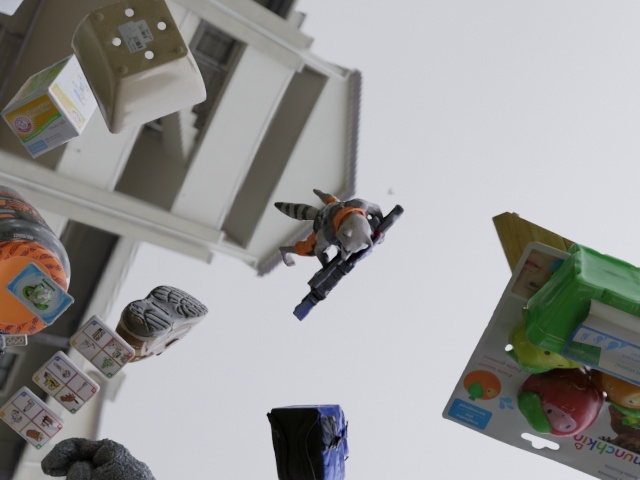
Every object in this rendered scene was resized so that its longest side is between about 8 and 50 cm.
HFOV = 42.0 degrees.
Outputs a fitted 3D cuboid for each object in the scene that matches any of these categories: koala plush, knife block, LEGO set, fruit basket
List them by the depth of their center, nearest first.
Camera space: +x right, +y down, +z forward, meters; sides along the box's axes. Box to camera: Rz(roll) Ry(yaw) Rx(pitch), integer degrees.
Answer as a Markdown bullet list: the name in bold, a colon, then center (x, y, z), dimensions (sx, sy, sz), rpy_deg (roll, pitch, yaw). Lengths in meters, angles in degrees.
- **LEGO set**: center (-0.396, 0.129, 1.099), dimensions (0.182, 0.244, 0.060), rpy_deg (-46, -165, -5)
- **fruit basket**: center (0.384, 0.199, 1.204), dimensions (0.165, 0.326, 0.353), rpy_deg (-62, 173, -63)
- **koala plush**: center (-0.391, 0.445, 1.336), dimensions (0.203, 0.221, 0.196), rpy_deg (-18, -76, 38)
- **knife block**: center (0.365, 0.110, 1.366), dimensions (0.275, 0.088, 0.242), rpy_deg (26, -87, 9)

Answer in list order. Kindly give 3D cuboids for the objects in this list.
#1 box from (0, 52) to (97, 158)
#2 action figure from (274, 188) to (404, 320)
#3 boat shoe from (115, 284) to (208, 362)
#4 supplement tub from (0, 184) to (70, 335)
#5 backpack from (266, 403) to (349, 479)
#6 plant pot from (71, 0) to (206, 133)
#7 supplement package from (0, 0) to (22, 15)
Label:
- **box**: center (-0.511, -0.262, 1.604), dimensions (0.114, 0.103, 0.203), rpy_deg (-24, -152, 12)
- **action figure**: center (0.000, 0.000, 1.849), dimensions (0.341, 0.178, 0.330), rpy_deg (-48, -159, -18)
- **boat shoe**: center (-0.355, 0.183, 1.803), dimensions (0.122, 0.324, 0.120), rpy_deg (36, -76, 12)
- **supplement tub**: center (-0.569, 0.034, 1.482), dimensions (0.338, 0.207, 0.207), rpy_deg (32, -81, 55)
- **backpack**: center (-0.007, 0.291, 1.168), dimensions (0.098, 0.101, 0.120), rpy_deg (-12, -101, 41)
- **plant pot**: center (-0.179, -0.186, 0.829), dimensions (0.109, 0.109, 0.096), rpy_deg (65, -16, 5)
- **supplement package**: center (-0.373, -0.390, 0.777), dimensions (0.199, 0.198, 0.263), rpy_deg (-45, -108, 19)
